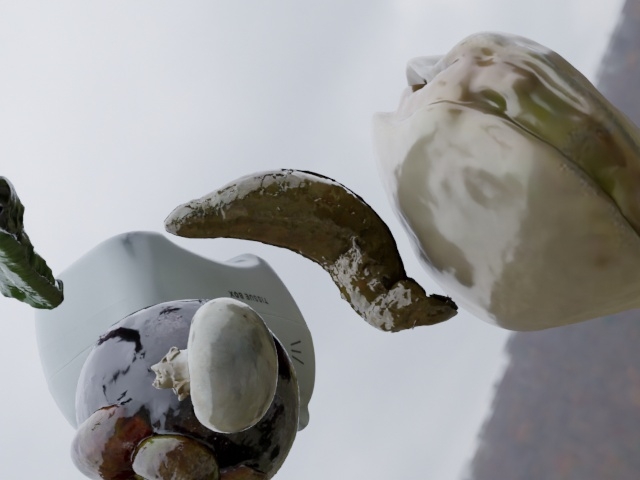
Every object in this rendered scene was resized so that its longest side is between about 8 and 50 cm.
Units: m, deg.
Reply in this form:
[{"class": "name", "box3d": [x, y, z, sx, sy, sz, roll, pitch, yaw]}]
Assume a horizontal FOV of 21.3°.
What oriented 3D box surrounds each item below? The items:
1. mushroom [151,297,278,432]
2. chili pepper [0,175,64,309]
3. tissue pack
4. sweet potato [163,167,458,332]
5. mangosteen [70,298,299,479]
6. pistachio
[{"class": "mushroom", "box3d": [-0.069, 0.079, 1.069, 0.085, 0.079, 0.085, -3, -90, -69]}, {"class": "chili pepper", "box3d": [-0.301, -0.013, 1.546, 0.076, 0.085, 0.359, -57, -13, -13]}, {"class": "tissue pack", "box3d": [-0.163, 0.142, 2.025, 0.229, 0.236, 0.333, -35, -27, 26]}, {"class": "sweet potato", "box3d": [0.003, -0.002, 1.731, 0.098, 0.310, 0.124, -50, 17, 52]}, {"class": "mangosteen", "box3d": [-0.126, 0.173, 1.514, 0.211, 0.211, 0.250, 98, -176, -46]}, {"class": "pistachio", "box3d": [0.215, -0.059, 1.788, 0.281, 0.365, 0.445, -51, -14, -11]}]
